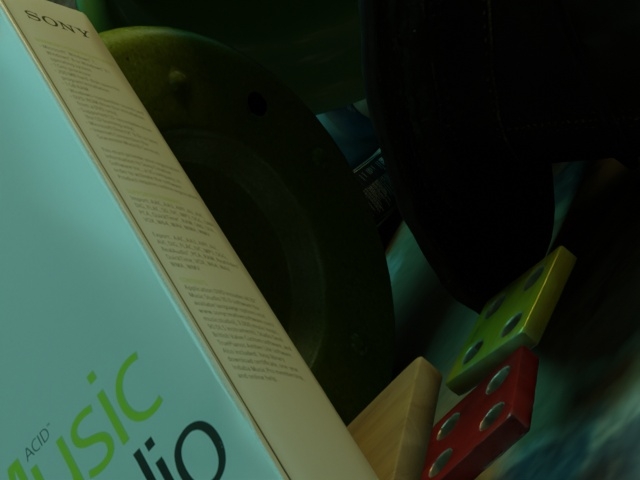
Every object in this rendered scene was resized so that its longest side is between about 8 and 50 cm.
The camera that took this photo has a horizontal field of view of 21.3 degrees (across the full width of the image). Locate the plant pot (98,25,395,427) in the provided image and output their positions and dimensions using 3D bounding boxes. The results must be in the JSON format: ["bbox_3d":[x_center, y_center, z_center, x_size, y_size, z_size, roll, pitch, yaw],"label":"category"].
[{"bbox_3d":[-0.163,0.057,0.874,0.353,0.366,0.366,-22,26,43],"label":"plant pot"}]

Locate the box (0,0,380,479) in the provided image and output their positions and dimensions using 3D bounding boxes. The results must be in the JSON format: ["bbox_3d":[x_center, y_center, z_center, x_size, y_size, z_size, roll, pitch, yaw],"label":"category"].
[{"bbox_3d":[-0.106,0.095,0.597,0.232,0.058,0.322,-48,54,20],"label":"box"}]

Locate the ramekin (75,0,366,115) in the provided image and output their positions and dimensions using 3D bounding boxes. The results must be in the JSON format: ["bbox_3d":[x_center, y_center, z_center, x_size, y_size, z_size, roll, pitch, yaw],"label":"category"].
[{"bbox_3d":[-0.013,-0.219,0.917,0.303,0.148,0.303,-21,-32,-14],"label":"ramekin"}]

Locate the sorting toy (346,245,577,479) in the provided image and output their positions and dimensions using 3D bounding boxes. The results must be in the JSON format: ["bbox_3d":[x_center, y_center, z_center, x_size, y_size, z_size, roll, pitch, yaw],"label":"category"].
[{"bbox_3d":[0.010,0.121,0.620,0.274,0.046,0.132,-47,9,23],"label":"sorting toy"}]

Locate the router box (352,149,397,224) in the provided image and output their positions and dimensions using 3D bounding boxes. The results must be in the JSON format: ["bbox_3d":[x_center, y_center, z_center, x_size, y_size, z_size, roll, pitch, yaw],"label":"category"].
[{"bbox_3d":[0.000,0.000,1.146,0.122,0.038,0.092,-44,-2,34],"label":"router box"}]

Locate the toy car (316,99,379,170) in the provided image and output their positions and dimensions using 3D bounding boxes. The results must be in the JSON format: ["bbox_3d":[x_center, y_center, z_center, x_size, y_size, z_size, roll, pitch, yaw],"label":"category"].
[{"bbox_3d":[0.034,-0.212,1.163,0.219,0.238,0.210,-40,-1,40],"label":"toy car"}]

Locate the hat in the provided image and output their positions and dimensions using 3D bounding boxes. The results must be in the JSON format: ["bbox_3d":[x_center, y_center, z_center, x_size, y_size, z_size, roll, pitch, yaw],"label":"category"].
[{"bbox_3d":[0.112,-0.130,0.688,0.134,0.331,0.331,-5,28,19],"label":"hat"}]
